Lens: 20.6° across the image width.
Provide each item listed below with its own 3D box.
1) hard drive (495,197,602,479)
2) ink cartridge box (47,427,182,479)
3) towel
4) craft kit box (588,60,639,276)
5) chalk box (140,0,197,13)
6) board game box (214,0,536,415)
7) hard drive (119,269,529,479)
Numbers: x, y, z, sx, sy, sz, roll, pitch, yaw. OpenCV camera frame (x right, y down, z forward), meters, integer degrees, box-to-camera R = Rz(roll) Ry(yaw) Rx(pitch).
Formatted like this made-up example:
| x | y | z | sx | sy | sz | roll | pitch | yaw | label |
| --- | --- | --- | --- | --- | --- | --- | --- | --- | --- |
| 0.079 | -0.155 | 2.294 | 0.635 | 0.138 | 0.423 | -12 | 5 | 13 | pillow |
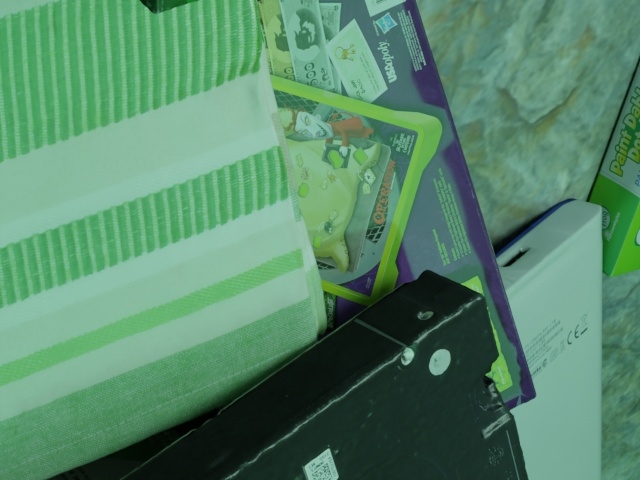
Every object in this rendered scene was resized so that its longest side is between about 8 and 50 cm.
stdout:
| x | y | z | sx | sy | sz | roll | pitch | yaw | label |
| --- | --- | --- | --- | --- | --- | --- | --- | --- | --- |
| 0.165 | 0.151 | 1.443 | 0.210 | 0.040 | 0.318 | -35 | 131 | -42 | hard drive |
| -0.195 | 0.224 | 1.138 | 0.278 | 0.201 | 0.117 | -14 | 133 | -35 | ink cartridge box |
| -0.129 | -0.032 | 1.003 | 0.248 | 0.038 | 0.324 | -21 | 118 | -20 | towel |
| 0.347 | -0.103 | 1.475 | 0.247 | 0.061 | 0.249 | -11 | 131 | -34 | craft kit box |
| -0.047 | -0.288 | 0.827 | 0.179 | 0.180 | 0.289 | -21 | 135 | -29 | chalk box |
| 0.000 | 0.000 | 1.124 | 0.208 | 0.056 | 0.346 | -27 | 118 | -16 | board game box |
| -0.015 | 0.200 | 1.084 | 0.339 | 0.064 | 0.237 | -35 | 126 | -26 | hard drive |
